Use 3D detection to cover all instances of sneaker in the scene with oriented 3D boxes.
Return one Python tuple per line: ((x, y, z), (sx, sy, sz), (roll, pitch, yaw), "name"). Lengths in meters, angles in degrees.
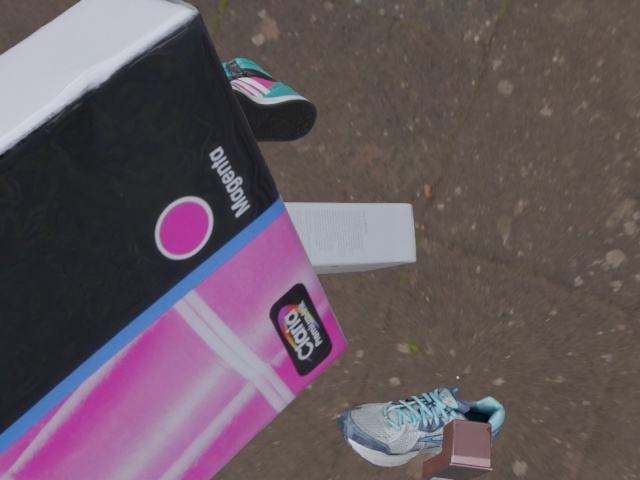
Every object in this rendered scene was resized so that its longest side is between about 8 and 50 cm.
((0.155, 0.264, 1.476), (0.122, 0.283, 0.110), (-60, 37, 30), "sneaker")
((-0.168, -0.261, 1.783), (0.178, 0.296, 0.123), (38, 117, 40), "sneaker")

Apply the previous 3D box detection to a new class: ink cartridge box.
((-0.159, 0.088, 0.326), (0.371, 0.175, 0.069), (-40, 43, -19), "ink cartridge box")

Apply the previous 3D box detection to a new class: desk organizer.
((0.150, 0.237, 1.090), (0.047, 0.130, 0.050), (9, 68, -6), "desk organizer")

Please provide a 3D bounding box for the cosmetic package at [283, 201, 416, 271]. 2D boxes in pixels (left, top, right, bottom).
((0.000, 0.000, 1.261), (0.231, 0.117, 0.085), (0, 82, -34), "cosmetic package")
